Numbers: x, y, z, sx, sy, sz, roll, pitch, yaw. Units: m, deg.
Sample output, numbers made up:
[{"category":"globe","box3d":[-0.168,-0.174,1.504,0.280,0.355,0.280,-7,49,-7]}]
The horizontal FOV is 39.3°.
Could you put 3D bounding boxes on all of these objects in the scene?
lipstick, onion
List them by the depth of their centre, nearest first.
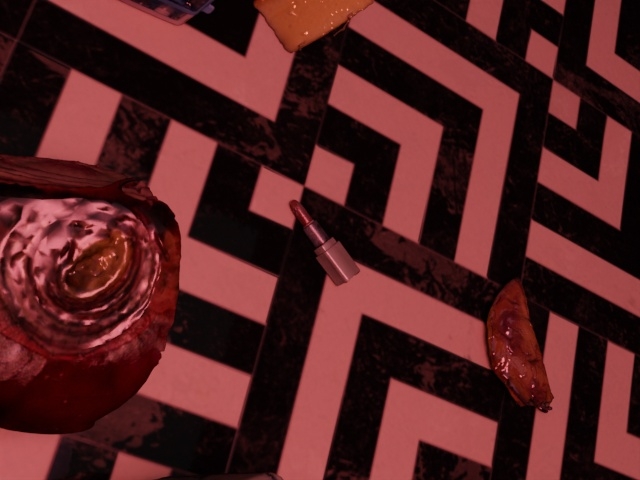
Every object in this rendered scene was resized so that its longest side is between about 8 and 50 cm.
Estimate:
[{"category":"onion","box3d":[-0.242,0.038,0.710,0.207,0.216,0.206,2,99,-29]},{"category":"lipstick","box3d":[0.000,0.000,0.980,0.025,0.025,0.107,-39,94,-34]}]

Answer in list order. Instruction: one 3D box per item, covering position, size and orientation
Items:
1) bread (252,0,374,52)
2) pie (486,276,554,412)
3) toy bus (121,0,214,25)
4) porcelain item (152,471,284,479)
[{"category":"bread","box3d":[-0.001,-0.268,1.002,0.080,0.109,0.084,-42,106,-37]},{"category":"pie","box3d":[0.242,0.136,1.096,0.092,0.034,0.169,-17,88,-39]},{"category":"toy bus","box3d":[-0.133,-0.378,0.928,0.106,0.131,0.297,19,69,-28]},{"category":"porcelain item","box3d":[-0.097,0.326,0.676,0.157,0.281,0.285,-13,86,-39]}]
